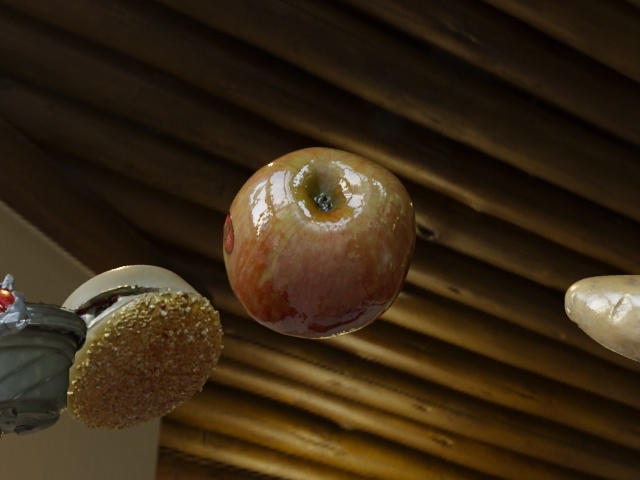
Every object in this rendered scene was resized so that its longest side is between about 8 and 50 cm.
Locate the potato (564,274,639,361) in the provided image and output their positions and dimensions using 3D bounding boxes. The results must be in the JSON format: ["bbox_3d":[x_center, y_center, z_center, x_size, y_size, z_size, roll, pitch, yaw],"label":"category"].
[{"bbox_3d":[0.487,0.121,1.471,0.234,0.161,0.128,6,-75,20],"label":"potato"}]

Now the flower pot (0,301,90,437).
[{"bbox_3d":[-0.417,0.180,1.276,0.235,0.140,0.235,-12,-21,-4],"label":"flower pot"}]

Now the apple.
[{"bbox_3d":[0.000,0.000,0.727,0.146,0.146,0.131,3,-43,-6],"label":"apple"}]

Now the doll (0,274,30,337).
[{"bbox_3d":[-0.282,0.063,0.845,0.057,0.114,0.039,-14,-67,-36],"label":"doll"}]

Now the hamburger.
[{"bbox_3d":[-0.304,0.185,1.599,0.302,0.170,0.302,-17,-48,-20],"label":"hamburger"}]
